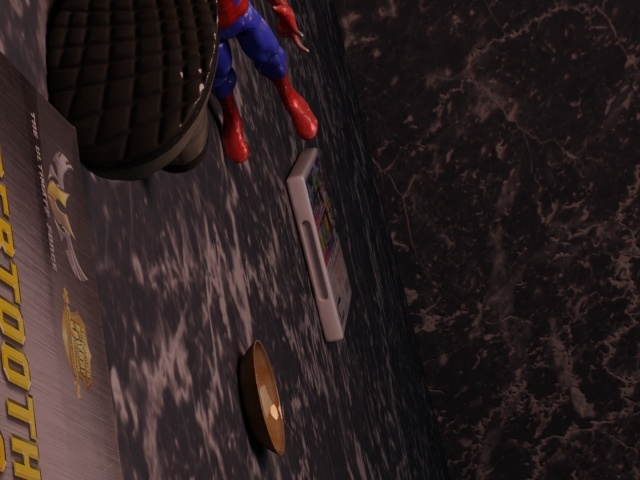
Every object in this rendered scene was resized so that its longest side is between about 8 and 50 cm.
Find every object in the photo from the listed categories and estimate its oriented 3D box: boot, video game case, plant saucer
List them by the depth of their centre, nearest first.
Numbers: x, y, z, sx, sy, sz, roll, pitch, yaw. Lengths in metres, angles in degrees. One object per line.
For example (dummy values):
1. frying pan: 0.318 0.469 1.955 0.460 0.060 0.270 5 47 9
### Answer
1. boot: -0.085 -0.091 0.789 0.161 0.083 0.246 79 4 -49
2. plant saucer: -0.043 0.112 1.020 0.083 0.015 0.083 -13 90 -85
3. video game case: 0.000 0.000 1.610 0.201 0.023 0.183 -70 147 -77

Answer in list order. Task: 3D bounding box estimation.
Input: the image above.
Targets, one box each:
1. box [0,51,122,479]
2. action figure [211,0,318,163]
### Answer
1. box: -0.106 0.047 0.388 0.183 0.056 0.231 58 20 -70
2. action figure: -0.055 -0.124 1.017 0.280 0.091 0.139 68 2 -58
